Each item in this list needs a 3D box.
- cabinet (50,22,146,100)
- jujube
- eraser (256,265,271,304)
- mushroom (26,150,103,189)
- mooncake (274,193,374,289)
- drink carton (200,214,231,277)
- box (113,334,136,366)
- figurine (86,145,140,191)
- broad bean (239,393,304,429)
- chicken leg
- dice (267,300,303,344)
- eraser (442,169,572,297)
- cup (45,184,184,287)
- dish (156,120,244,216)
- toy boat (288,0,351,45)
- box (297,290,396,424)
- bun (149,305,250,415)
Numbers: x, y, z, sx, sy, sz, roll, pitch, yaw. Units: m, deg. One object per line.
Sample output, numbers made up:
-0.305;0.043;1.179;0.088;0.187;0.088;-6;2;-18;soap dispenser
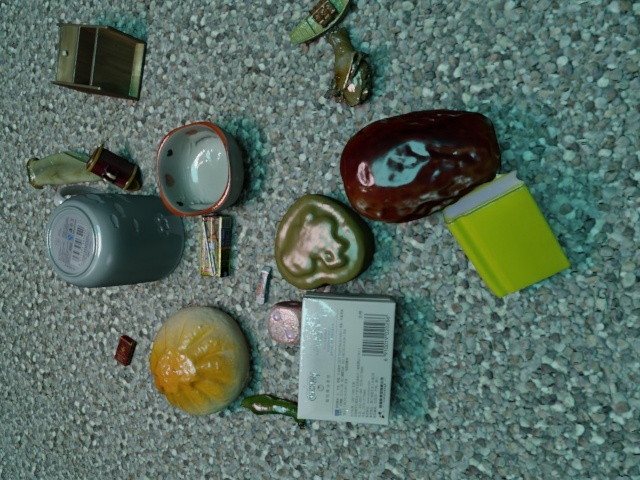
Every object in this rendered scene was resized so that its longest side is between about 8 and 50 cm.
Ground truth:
-0.652;-0.519;1.371;0.215;0.148;0.174;15;98;25;cabinet
0.199;-0.154;0.970;0.318;0.223;0.223;-13;87;17;jujube
-0.150;0.118;1.235;0.027;0.019;0.099;13;99;24;eraser
-0.789;-0.229;1.484;0.333;0.087;0.107;-4;95;21;mushroom
0.000;0.000;1.111;0.235;0.117;0.234;3;96;26;mooncake
-0.285;0.015;1.274;0.071;0.056;0.165;4;94;28;drink carton
-0.603;0.340;1.452;0.051;0.023;0.082;25;102;21;box
-0.596;-0.193;1.367;0.082;0.154;0.098;-48;32;14;figurine
-0.125;0.434;1.223;0.195;0.046;0.061;12;95;22;broad bean
0.061;-0.407;1.086;0.125;0.080;0.196;-3;90;38;chicken leg
-0.071;0.201;1.162;0.094;0.093;0.091;4;94;26;dice
0.358;-0.007;0.911;0.158;0.069;0.226;-29;113;24;eraser
-0.596;-0.035;1.296;0.357;0.274;0.259;43;108;16;cup
-0.301;-0.181;1.239;0.256;0.117;0.256;1;93;25;dish
0.000;-0.528;1.114;0.172;0.066;0.065;-34;81;23;toy boat
0.057;0.259;1.063;0.203;0.116;0.274;2;93;2;box
-0.337;0.326;1.253;0.299;0.165;0.298;2;95;24;bun
